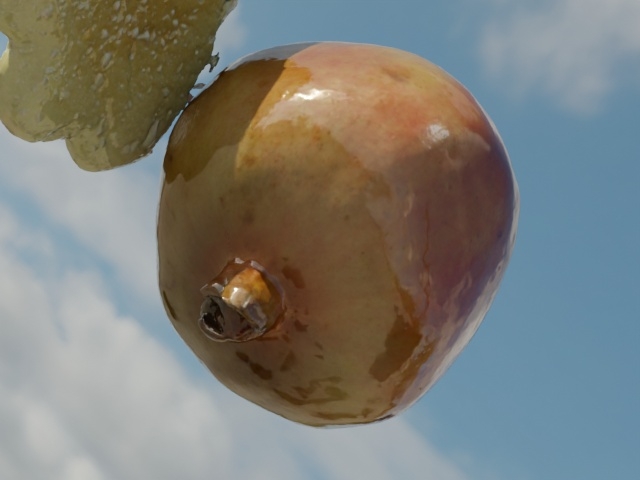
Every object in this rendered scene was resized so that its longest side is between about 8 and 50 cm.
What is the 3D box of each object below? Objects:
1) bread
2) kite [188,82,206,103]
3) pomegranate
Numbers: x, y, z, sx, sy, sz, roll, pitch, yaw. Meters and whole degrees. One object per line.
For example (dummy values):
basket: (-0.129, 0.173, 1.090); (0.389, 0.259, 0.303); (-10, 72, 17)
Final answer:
bread: (-0.118, -0.168, 1.097); (0.039, 0.251, 0.182); (26, -6, 40)
kite: (-0.025, -0.081, 1.502); (0.127, 0.016, 0.229); (-18, -38, 30)
pomegranate: (0.000, 0.000, 1.135); (0.229, 0.270, 0.252); (22, -55, 13)
